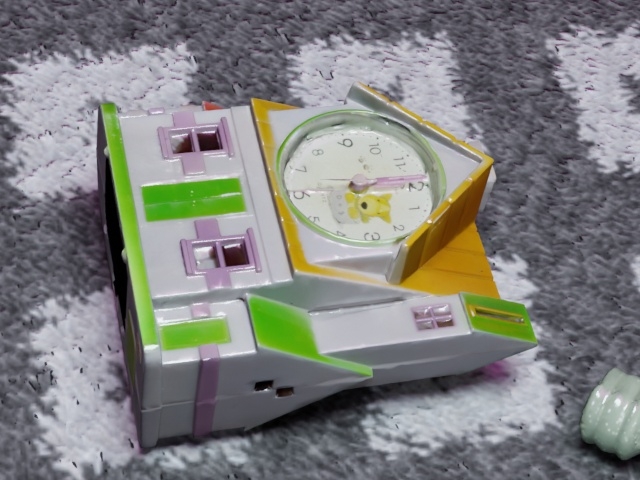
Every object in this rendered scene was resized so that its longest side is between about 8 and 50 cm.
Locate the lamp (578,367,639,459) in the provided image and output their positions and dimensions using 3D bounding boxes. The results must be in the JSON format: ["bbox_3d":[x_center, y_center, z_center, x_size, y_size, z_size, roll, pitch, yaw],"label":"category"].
[{"bbox_3d":[0.287,0.156,1.051,0.193,0.106,0.106,25,55,22],"label":"lamp"}]

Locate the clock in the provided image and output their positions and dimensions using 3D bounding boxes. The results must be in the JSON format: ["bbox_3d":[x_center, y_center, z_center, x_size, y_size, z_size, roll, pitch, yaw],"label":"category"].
[{"bbox_3d":[0.000,0.000,1.076,0.309,0.166,0.235,-6,56,-14],"label":"clock"}]
